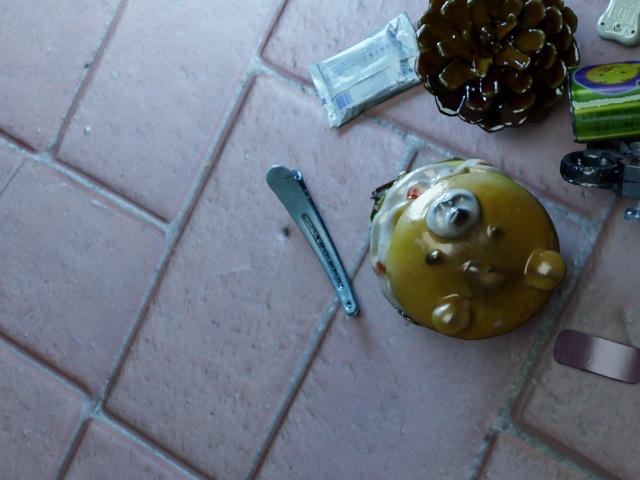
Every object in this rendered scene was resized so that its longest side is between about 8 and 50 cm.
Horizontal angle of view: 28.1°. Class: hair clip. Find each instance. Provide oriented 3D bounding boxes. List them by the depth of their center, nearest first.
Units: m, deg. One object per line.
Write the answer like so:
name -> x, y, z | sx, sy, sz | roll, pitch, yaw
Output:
hair clip -> 0.406, 0.169, 1.865 | 0.137, 0.022, 0.054 | 15, 85, 26
hair clip -> 0.000, 0.000, 2.063 | 0.048, 0.083, 0.275 | -32, 77, 11

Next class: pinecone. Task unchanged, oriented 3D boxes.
pinecone -> 0.252, -0.288, 1.886 | 0.264, 0.264, 0.264 | -4, 80, 24

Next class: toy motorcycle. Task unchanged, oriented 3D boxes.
toy motorcycle -> 0.495, -0.096, 1.798 | 0.307, 0.173, 0.108 | 13, 116, 31

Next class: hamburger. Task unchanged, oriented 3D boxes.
hamburger -> 0.210, 0.022, 1.810 | 0.276, 0.237, 0.276 | -2, 106, -7

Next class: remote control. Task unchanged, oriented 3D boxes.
remote control -> 0.465, -0.354, 1.920 | 0.074, 0.032, 0.122 | 22, 91, 26

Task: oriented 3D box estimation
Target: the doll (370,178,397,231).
doll -> 0.142, -0.013, 1.968 | 0.134, 0.106, 0.186 | 8, 101, 28

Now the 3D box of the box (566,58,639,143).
box -> 0.517, -0.209, 1.759 | 0.346, 0.134, 0.097 | -5, 117, 11

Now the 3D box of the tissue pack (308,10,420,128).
tissue pack -> 0.079, -0.277, 2.086 | 0.193, 0.026, 0.122 | -26, 72, 19
